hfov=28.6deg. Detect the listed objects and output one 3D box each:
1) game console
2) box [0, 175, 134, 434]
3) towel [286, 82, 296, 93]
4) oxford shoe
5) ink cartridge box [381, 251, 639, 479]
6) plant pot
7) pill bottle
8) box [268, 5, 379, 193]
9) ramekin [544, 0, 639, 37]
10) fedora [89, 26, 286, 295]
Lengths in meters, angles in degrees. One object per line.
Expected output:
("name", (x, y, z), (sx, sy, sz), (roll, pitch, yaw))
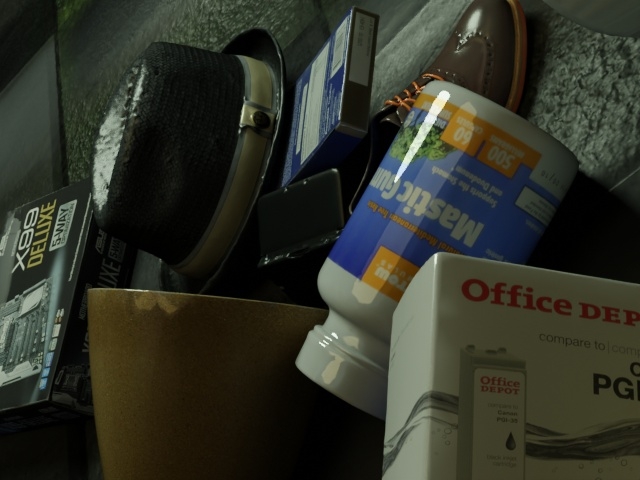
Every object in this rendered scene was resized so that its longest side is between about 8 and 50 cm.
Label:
("game console", (0.000, 0.000, 1.246), (0.122, 0.107, 0.071), (-19, 36, 43))
("box", (-0.350, 0.086, 1.614), (0.242, 0.076, 0.307), (-16, 57, 45))
("towel", (-0.022, -0.113, 1.392), (0.110, 0.027, 0.148), (-3, 66, 50))
("oxford shoe", (0.112, -0.121, 1.177), (0.097, 0.098, 0.271), (11, 77, 52))
("ink cartridge box", (0.150, 0.165, 0.844), (0.117, 0.207, 0.283), (113, 164, -62))
("plant pot", (-0.111, 0.182, 1.179), (0.237, 0.237, 0.254), (-1, 82, 50))
("pill bottle", (0.091, 0.015, 1.072), (0.152, 0.152, 0.272), (31, 92, 53))
("box", (-0.004, -0.122, 1.280), (0.225, 0.036, 0.136), (137, 144, -58))
("ramekin", (0.242, -0.286, 1.004), (0.127, 0.273, 0.272), (-39, 41, 48))
("fedora", (-0.166, -0.100, 1.402), (0.334, 0.153, 0.334), (-46, 34, 44))
